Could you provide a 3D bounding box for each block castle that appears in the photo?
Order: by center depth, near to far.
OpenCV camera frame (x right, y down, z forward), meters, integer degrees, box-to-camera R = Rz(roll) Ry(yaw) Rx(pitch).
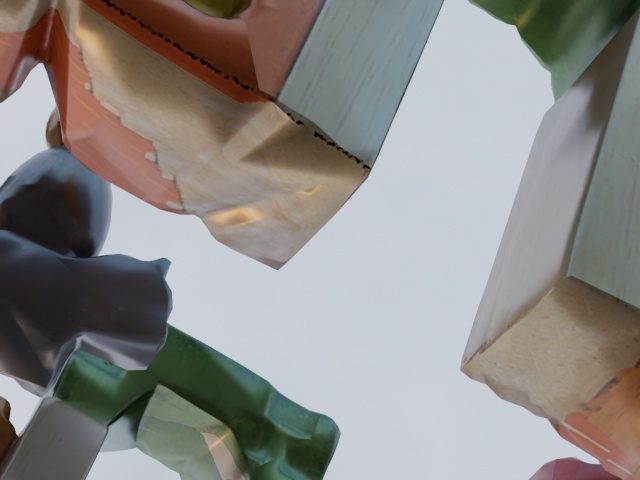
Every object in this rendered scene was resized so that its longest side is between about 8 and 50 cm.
[{"bbox_3d":[0.000,0.000,0.530,0.453,0.303,0.213,31,-131,-8],"label":"block castle"}]
